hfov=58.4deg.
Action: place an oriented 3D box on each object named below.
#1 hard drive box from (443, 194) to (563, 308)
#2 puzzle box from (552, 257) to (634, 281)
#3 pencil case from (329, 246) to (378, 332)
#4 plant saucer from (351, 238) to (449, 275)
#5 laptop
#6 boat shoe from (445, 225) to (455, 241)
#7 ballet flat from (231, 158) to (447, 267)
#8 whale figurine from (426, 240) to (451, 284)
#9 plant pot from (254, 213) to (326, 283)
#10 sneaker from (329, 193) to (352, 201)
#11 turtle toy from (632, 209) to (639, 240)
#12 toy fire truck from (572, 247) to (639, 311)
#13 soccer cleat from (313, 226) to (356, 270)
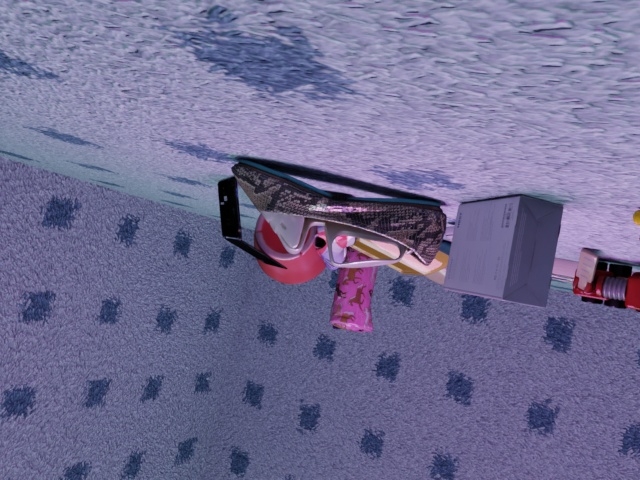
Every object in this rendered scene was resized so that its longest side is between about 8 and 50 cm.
[{"bbox_3d":[0.330,0.020,1.068,0.089,0.181,0.232,12,178,-13],"label":"hard drive box"},{"bbox_3d":[0.790,0.099,1.884,0.408,0.052,0.272,11,176,24],"label":"puzzle box"},{"bbox_3d":[0.132,0.125,2.012,0.159,0.387,0.167,12,167,-17],"label":"pencil case"},{"bbox_3d":[0.211,0.022,1.796,0.332,0.081,0.333,28,174,-6],"label":"plant saucer"},{"bbox_3d":[-0.201,-0.048,1.657,0.136,0.265,0.234,-6,-176,-21],"label":"laptop"},{"bbox_3d":[0.451,0.022,1.479,0.267,0.088,0.096,12,177,10],"label":"boat shoe"},{"bbox_3d":[0.028,-0.038,1.228,0.481,0.182,0.164,13,178,-2],"label":"ballet flat"},{"bbox_3d":[0.416,0.046,2.011,0.272,0.141,0.216,43,161,-30],"label":"whale figurine"},{"bbox_3d":[-0.099,-0.007,1.880,0.274,0.275,0.243,12,167,6],"label":"plant pot"},{"bbox_3d":[0.022,-0.091,1.451,0.161,0.057,0.075,8,170,28],"label":"sneaker"},{"bbox_3d":[0.532,-0.005,0.848,0.130,0.066,0.095,14,177,-22],"label":"turtle toy"},{"bbox_3d":[0.756,0.104,1.477,0.216,0.159,0.246,10,-173,40],"label":"toy fire truck"},{"bbox_3d":[0.028,0.013,1.751,0.116,0.109,0.318,-6,161,-10],"label":"soccer cleat"}]
